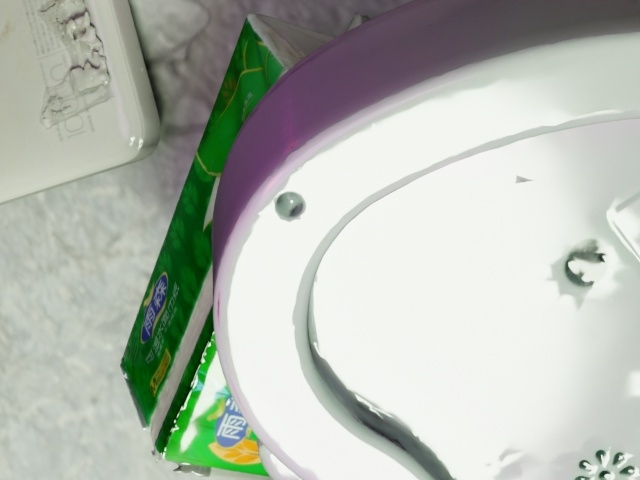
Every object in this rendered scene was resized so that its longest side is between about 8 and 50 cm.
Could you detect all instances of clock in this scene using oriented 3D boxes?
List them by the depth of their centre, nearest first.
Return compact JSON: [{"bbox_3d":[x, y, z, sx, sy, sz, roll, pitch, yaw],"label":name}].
[{"bbox_3d":[0.113,0.044,0.728,0.339,0.102,0.338,0,115,-1],"label":"clock"}]

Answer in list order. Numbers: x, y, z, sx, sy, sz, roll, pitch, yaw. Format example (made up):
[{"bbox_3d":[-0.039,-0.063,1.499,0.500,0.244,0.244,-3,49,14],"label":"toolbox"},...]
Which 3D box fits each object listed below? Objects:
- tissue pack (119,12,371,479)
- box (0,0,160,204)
[{"bbox_3d":[-0.002,0.000,0.855,0.209,0.148,0.156,-67,27,23],"label":"tissue pack"},{"bbox_3d":[-0.227,-0.085,1.012,0.285,0.044,0.142,-15,92,31],"label":"box"}]
